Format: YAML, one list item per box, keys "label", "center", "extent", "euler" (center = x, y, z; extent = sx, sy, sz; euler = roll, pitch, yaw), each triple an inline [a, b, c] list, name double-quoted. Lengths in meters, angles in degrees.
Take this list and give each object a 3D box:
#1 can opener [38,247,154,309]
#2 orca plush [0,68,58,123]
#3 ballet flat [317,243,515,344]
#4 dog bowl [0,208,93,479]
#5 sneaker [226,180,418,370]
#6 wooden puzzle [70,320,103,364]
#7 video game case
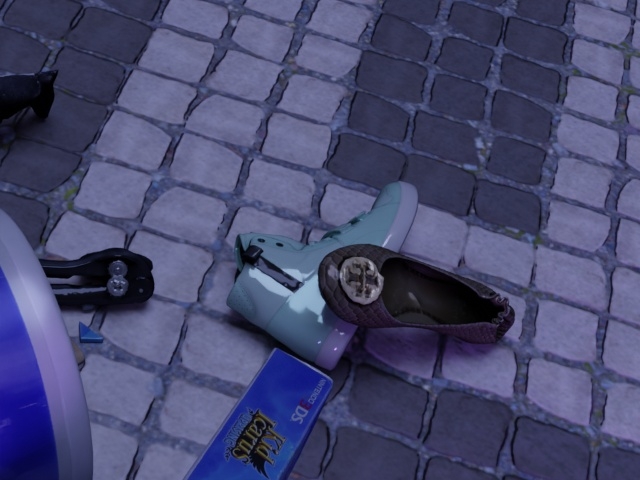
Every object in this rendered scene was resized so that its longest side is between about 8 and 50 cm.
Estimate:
- label: "can opener"
  center: [-0.251, 0.040, 1.403]
  extent: [0.186, 0.073, 0.059]
  euler: [-4, 86, -16]
- label: "orca plush"
  center: [-0.407, -0.108, 1.496]
  extent: [0.287, 0.102, 0.151]
  euler: [-11, 5, -39]
- label: "ballet flat"
  center: [0.101, 0.055, 1.413]
  extent: [0.250, 0.058, 0.084]
  euler: [18, 71, -38]
- label: "dog bowl"
  center: [-0.281, 0.109, 1.163]
  extent: [0.104, 0.265, 0.265]
  euler: [-16, 53, -27]
- label: "sneaker"
  center: [0.000, 0.000, 1.476]
  extent: [0.151, 0.094, 0.256]
  euler: [29, 47, 3]
- label: "wooden puzzle"
  center: [-0.267, 0.098, 1.359]
  extent: [0.078, 0.014, 0.116]
  euler: [40, 48, 22]
- label: "video game case"
  center: [-0.094, 0.239, 1.055]
  extent: [0.061, 0.244, 0.269]
  euler: [29, 27, 4]
